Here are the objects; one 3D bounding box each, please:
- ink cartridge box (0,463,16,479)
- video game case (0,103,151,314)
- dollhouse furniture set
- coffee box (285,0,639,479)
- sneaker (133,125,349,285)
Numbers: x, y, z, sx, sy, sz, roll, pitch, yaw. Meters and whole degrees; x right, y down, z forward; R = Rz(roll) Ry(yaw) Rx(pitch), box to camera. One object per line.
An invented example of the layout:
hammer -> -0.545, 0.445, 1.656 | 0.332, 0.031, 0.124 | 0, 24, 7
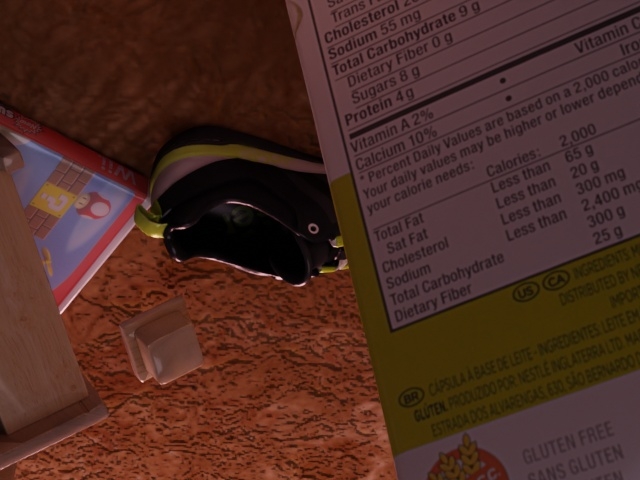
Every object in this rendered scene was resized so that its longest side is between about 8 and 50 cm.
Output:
ink cartridge box -> -0.322, 0.219, 0.916 | 0.193, 0.235, 0.088 | 21, 126, -20
video game case -> -0.278, -0.028, 0.841 | 0.285, 0.025, 0.204 | 27, 124, -25
dollhouse furniture set -> -0.289, -0.006, 0.818 | 0.355, 0.174, 0.303 | -24, 121, -21
coffee box -> 0.217, -0.028, 0.612 | 0.338, 0.334, 0.337 | -23, 150, 17
sneaker -> 0.000, 0.000, 0.834 | 0.234, 0.097, 0.084 | 8, 131, -11
